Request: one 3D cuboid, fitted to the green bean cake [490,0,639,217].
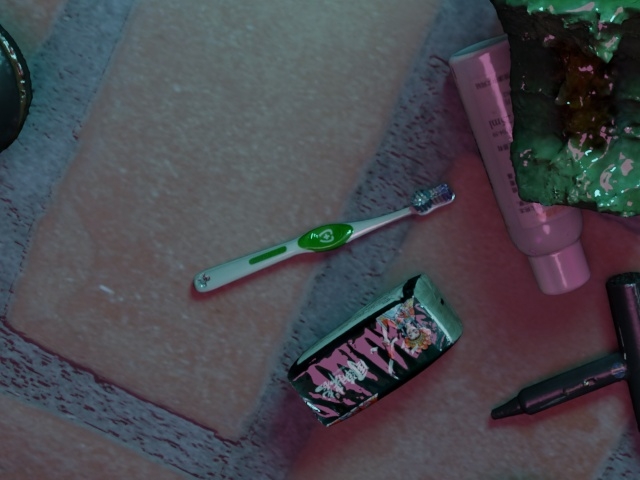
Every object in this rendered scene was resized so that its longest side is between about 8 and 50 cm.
[{"bbox_3d":[0.259,-0.175,1.170,0.169,0.300,0.308,11,97,24],"label":"green bean cake"}]

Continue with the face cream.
[{"bbox_3d":[0.208,-0.073,1.359,0.082,0.082,0.269,-18,102,11],"label":"face cream"}]

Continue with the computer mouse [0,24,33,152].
[{"bbox_3d":[-0.447,-0.161,1.402,0.323,0.116,0.183,1,107,14],"label":"computer mouse"}]

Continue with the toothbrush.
[{"bbox_3d":[0.001,0.001,1.435,0.304,0.030,0.030,-20,101,14],"label":"toothbrush"}]

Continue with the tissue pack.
[{"bbox_3d":[0.060,0.117,1.419,0.170,0.103,0.090,-37,91,14],"label":"tissue pack"}]

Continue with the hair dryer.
[{"bbox_3d":[0.269,0.133,1.428,0.194,0.050,0.173,-11,100,13],"label":"hair dryer"}]
